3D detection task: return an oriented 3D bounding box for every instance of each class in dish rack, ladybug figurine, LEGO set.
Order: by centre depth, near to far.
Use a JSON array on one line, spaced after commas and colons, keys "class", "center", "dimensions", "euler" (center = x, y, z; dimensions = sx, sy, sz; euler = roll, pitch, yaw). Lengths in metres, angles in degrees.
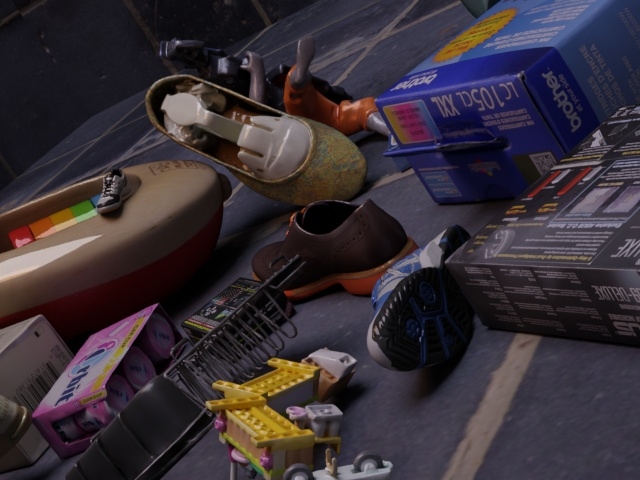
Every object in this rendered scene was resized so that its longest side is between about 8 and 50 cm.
[{"class": "LEGO set", "center": [-0.025, 0.171, 0.970], "dimensions": [0.132, 0.107, 0.287], "euler": [2, 11, -6]}, {"class": "dish rack", "center": [-0.107, 0.129, 1.127], "dimensions": [0.271, 0.074, 0.208], "euler": [-42, -2, -46]}, {"class": "ladybug figurine", "center": [-0.318, 0.029, 1.647], "dimensions": [0.449, 0.161, 0.305], "euler": [-23, 20, -9]}]

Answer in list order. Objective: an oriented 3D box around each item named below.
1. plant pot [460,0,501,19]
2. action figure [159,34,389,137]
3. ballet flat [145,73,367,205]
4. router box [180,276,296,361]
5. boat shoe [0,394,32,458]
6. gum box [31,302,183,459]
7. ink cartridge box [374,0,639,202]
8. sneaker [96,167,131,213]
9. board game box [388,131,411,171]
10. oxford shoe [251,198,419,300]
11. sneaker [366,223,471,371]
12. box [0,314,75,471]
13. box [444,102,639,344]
[{"class": "plant pot", "center": [0.295, -0.365, 1.600], "dimensions": [0.293, 0.293, 0.196], "euler": [-24, 46, 28]}, {"class": "action figure", "center": [-0.069, -0.187, 1.798], "dimensions": [0.330, 0.341, 0.178], "euler": [-19, 61, 59]}, {"class": "ballet flat", "center": [-0.100, -0.138, 1.642], "dimensions": [0.349, 0.123, 0.123], "euler": [25, 53, 32]}, {"class": "router box", "center": [-0.093, 0.086, 1.372], "dimensions": [0.092, 0.038, 0.122], "euler": [-38, 17, -18]}, {"class": "boat shoe", "center": [-0.422, 0.268, 1.341], "dimensions": [0.285, 0.089, 0.104], "euler": [-46, 33, 26]}, {"class": "gum box", "center": [-0.236, 0.158, 1.386], "dimensions": [0.107, 0.062, 0.188], "euler": [-26, 18, 24]}, {"class": "ink cartridge box", "center": [0.247, -0.173, 1.309], "dimensions": [0.395, 0.151, 0.270], "euler": [-42, 19, -23]}, {"class": "sneaker", "center": [-0.264, -0.063, 1.548], "dimensions": [0.032, 0.037, 0.083], "euler": [-10, 25, 13]}, {"class": "board game box", "center": [0.183, -0.170, 1.601], "dimensions": [0.201, 0.035, 0.136], "euler": [-29, 17, 13]}, {"class": "oxford shoe", "center": [0.000, 0.000, 1.340], "dimensions": [0.097, 0.098, 0.271], "euler": [-43, 20, -32]}, {"class": "sneaker", "center": [0.083, 0.061, 1.076], "dimensions": [0.081, 0.080, 0.211], "euler": [-30, 6, 30]}, {"class": "box", "center": [-0.440, 0.209, 1.509], "dimensions": [0.311, 0.121, 0.148], "euler": [-19, 22, 38]}, {"class": "box", "center": [0.275, -0.024, 0.947], "dimensions": [0.242, 0.076, 0.307], "euler": [-40, 18, -23]}]
